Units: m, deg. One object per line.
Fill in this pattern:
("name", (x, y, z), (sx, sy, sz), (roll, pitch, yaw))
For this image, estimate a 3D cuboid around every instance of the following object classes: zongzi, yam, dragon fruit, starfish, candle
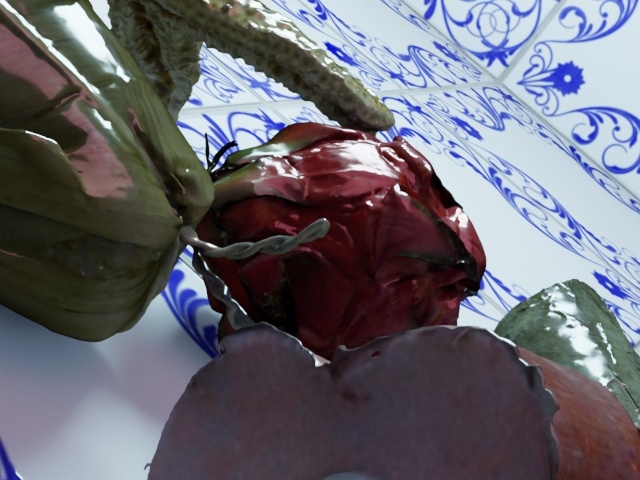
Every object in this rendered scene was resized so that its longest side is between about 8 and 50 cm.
("zongzi", (-0.312, -0.047, 1.029), (0.467, 0.218, 0.500), (-28, 77, -43))
("yam", (0.243, 0.151, 1.509), (0.154, 0.154, 0.254), (26, 26, -30))
("dragon fruit", (0.000, 0.000, 1.272), (0.293, 0.234, 0.234), (42, 10, -49))
("starfish", (-0.149, -0.189, 1.389), (0.432, 0.082, 0.324), (10, -22, 40))
("candle", (0.035, 0.192, 0.900), (0.131, 0.317, 0.287), (25, 63, -39))
